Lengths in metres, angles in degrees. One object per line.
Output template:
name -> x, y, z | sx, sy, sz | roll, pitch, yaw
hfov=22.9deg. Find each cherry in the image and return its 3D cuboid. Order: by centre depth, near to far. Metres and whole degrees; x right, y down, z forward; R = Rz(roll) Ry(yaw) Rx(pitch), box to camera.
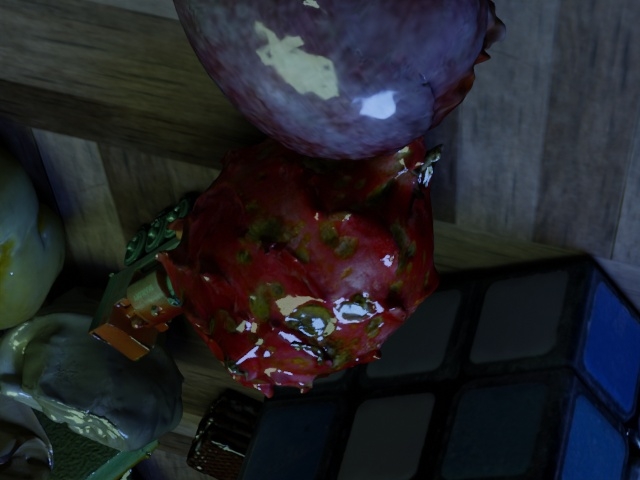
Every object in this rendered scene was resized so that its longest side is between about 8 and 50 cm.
cherry -> -0.006, -0.160, 1.029 | 0.249, 0.175, 0.192 | 40, 156, -27

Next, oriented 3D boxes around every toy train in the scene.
toy train -> -0.142, 0.035, 1.471 | 0.074, 0.118, 0.176 | 30, 150, -22

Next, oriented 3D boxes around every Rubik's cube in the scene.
Rubik's cube -> 0.153, 0.263, 1.433 | 0.362, 0.363, 0.359 | -9, 141, 42

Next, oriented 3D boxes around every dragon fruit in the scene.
dragon fruit -> 0.000, 0.000, 1.267 | 0.210, 0.205, 0.268 | 15, 124, -49

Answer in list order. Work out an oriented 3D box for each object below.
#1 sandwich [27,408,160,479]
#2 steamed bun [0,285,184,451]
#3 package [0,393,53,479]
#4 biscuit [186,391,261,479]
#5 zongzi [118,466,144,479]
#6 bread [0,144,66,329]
sandwich -> -0.329, 0.285, 1.892 | 0.245, 0.212, 0.063 | 8, 151, 22
steamed bun -> -0.237, 0.119, 1.647 | 0.211, 0.144, 0.218 | 22, -179, 13
package -> -0.492, 0.243, 1.783 | 0.311, 0.165, 0.221 | 1, 139, 15
biscuit -> -0.025, 0.263, 1.816 | 0.252, 0.070, 0.106 | 25, 150, -10
zongzi -> -0.317, 0.406, 2.104 | 0.383, 0.319, 0.362 | -5, 135, 8
bread -> -0.415, -0.004, 1.487 | 0.341, 0.210, 0.300 | 36, 149, -26
